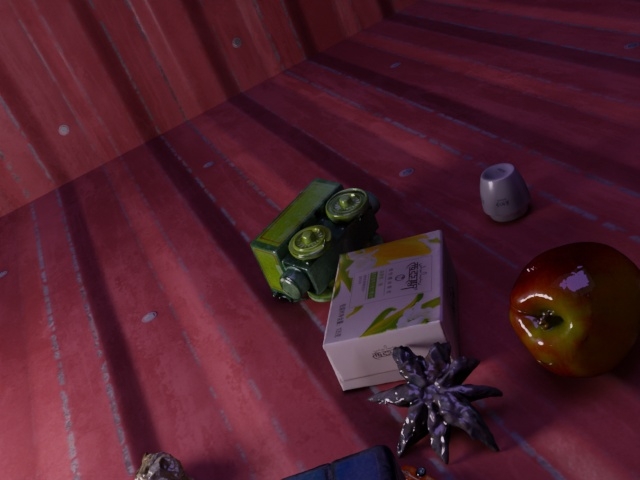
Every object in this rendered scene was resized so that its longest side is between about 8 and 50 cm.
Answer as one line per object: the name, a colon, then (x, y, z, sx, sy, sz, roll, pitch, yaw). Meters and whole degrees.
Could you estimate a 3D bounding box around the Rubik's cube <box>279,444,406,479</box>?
Rubik's cube: (-0.004, 0.411, 0.679, 0.291, 0.293, 0.287, -19, 29, 6)

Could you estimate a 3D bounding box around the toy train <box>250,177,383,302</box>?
toy train: (0.000, 0.000, 1.494, 0.188, 0.159, 0.272, 16, 51, 40)

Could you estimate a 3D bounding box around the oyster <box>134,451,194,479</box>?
oyster: (-0.232, 0.388, 1.117, 0.132, 0.072, 0.209, -16, 31, 19)

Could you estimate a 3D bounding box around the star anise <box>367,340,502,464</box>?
star anise: (0.156, 0.223, 1.078, 0.180, 0.061, 0.205, -30, 52, 12)

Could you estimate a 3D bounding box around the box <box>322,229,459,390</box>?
box: (0.123, 0.111, 1.276, 0.194, 0.111, 0.260, -14, 28, 17)

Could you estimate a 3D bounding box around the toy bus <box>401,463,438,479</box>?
toy bus: (0.142, 0.325, 0.983, 0.043, 0.031, 0.110, -41, 31, -24)

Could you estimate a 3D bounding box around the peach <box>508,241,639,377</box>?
peach: (0.362, 0.090, 1.065, 0.197, 0.197, 0.197, -18, 29, 10)

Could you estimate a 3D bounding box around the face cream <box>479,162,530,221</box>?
face cream: (0.347, -0.091, 1.458, 0.091, 0.095, 0.091, -19, 29, 11)
